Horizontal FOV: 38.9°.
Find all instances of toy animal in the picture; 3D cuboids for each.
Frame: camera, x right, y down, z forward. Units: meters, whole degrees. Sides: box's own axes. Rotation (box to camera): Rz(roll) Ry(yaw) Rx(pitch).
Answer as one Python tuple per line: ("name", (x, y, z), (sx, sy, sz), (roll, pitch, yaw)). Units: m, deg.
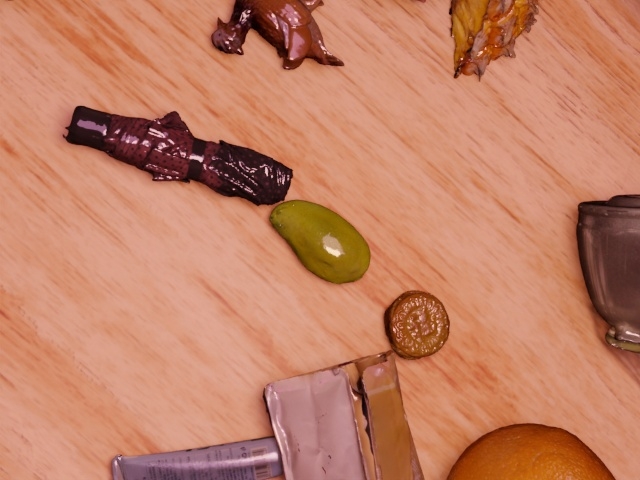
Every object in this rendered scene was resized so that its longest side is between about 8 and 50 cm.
("toy animal", (-0.056, -0.307, 1.352), (0.179, 0.089, 0.188), (-42, 91, -9))

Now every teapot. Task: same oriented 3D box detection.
("teapot", (0.521, 0.048, 1.381), (0.239, 0.321, 0.239), (5, 98, 28))

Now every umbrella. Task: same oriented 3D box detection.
("umbrella", (-0.199, -0.119, 1.287), (0.326, 0.094, 0.090), (15, 52, -10))

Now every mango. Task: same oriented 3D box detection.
("mango", (0.000, 0.000, 1.319), (0.165, 0.074, 0.091), (34, 78, -5))

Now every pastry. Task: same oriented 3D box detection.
("pastry", (0.142, 0.124, 1.338), (0.097, 0.057, 0.109), (38, 77, -6))

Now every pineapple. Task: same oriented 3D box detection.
("pineapple", (0.297, -0.428, 1.401), (0.161, 0.158, 0.335), (4, 80, -11))

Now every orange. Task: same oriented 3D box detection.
("orange", (0.284, 0.381, 1.223), (0.264, 0.264, 0.264), (2, 81, -11))

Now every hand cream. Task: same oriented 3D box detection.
("hand cream", (-0.155, 0.316, 1.251), (0.256, 0.055, 0.088), (-10, 98, -11))

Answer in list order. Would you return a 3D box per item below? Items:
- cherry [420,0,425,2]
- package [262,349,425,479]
("cherry", (0.118, -0.489, 1.343), (0.239, 0.206, 0.239), (-1, 80, 7))
("package", (0.081, 0.314, 1.220), (0.221, 0.165, 0.311), (-8, 83, -34))
